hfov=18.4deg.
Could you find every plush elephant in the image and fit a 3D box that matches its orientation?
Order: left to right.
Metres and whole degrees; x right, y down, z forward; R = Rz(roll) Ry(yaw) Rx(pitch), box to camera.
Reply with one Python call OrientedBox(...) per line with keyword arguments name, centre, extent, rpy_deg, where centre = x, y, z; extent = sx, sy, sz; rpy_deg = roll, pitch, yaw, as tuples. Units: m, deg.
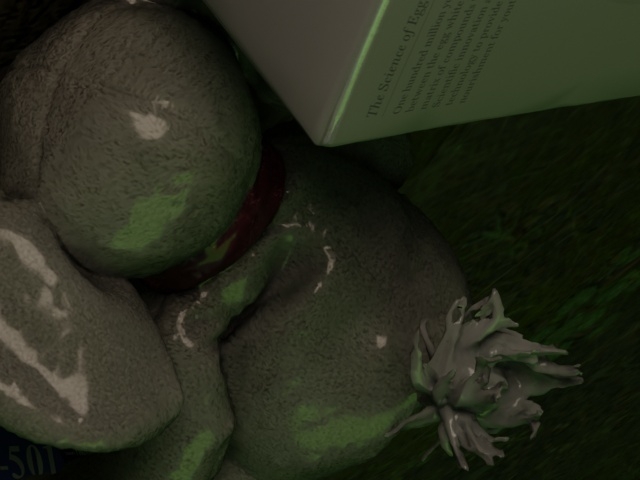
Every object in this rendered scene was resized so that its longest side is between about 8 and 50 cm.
OrientedBox(name="plush elephant", centre=(-0.069, -0.005, 0.892), extent=(0.330, 0.255, 0.272), rpy_deg=(-4, -135, 57))

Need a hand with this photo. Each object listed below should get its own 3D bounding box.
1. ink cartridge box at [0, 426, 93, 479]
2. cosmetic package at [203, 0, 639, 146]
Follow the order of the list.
OrientedBox(name="ink cartridge box", centre=(-0.179, 0.120, 1.240), extent=(0.046, 0.097, 0.207), rpy_deg=(-37, 156, 27))
OrientedBox(name="cosmetic package", centre=(0.088, -0.171, 0.747), extent=(0.225, 0.138, 0.224), rpy_deg=(-11, 140, -37))
